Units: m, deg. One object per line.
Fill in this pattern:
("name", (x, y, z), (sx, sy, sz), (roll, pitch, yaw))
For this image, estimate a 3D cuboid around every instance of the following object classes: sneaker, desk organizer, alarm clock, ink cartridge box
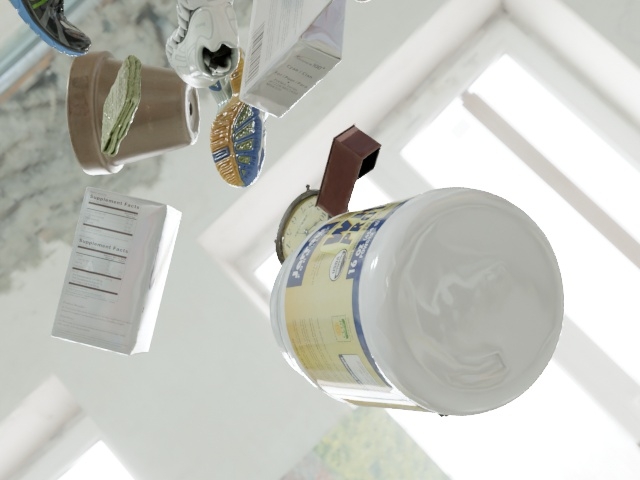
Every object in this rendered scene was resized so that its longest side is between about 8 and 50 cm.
("sneaker", (-0.336, -0.301, 1.334), (0.078, 0.067, 0.188), (-36, -59, -1))
("desk organizer", (0.037, -0.087, 1.477), (0.047, 0.050, 0.130), (-36, -25, -38))
("sneaker", (-0.187, -0.308, 1.814), (0.110, 0.118, 0.292), (-18, -13, -14))
("alarm clock", (0.000, 0.000, 1.648), (0.064, 0.192, 0.129), (24, -77, -31))
("sneaker", (-0.135, -0.227, 2.053), (0.111, 0.297, 0.131), (-16, -24, 23))
("ink cartridge box", (0.005, -0.330, 1.284), (0.066, 0.296, 0.261), (21, -35, -25))

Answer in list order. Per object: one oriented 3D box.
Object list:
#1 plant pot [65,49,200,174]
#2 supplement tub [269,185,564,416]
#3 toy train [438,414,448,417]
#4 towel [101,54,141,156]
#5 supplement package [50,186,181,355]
("plant pot", (-0.377, -0.270, 2.282), (0.229, 0.263, 0.263), (-2, -15, 8))
("supplement tub", (0.089, 0.071, 1.203), (0.228, 0.228, 0.316), (-37, 10, -23))
("toy train", (0.227, 0.200, 1.646), (0.158, 0.027, 0.036), (-47, 23, 3))
("towel", (-0.291, -0.198, 1.616), (0.027, 0.148, 0.110), (19, -58, -24))
("supplement package", (-0.326, 0.050, 1.777), (0.139, 0.133, 0.244), (41, -118, -85))
